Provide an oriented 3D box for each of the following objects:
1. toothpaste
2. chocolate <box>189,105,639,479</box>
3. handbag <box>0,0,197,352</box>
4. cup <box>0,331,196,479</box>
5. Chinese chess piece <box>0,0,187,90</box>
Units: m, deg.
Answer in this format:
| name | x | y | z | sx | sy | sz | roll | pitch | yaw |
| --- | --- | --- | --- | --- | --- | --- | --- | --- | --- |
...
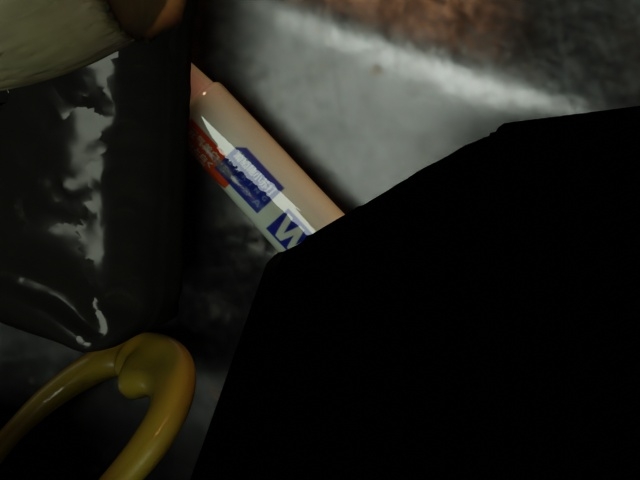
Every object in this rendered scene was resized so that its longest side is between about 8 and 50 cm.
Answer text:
| name | x | y | z | sx | sy | sz | roll | pitch | yaw |
| --- | --- | --- | --- | --- | --- | --- | --- | --- | --- |
| toothpaste | 0.000 | 0.000 | 0.755 | 0.218 | 0.033 | 0.052 | 47 | 127 | -2 |
| chocolate | 0.166 | 0.172 | 0.584 | 0.383 | 0.384 | 0.331 | -2 | 131 | 23 |
| handbag | -0.169 | -0.075 | 0.750 | 0.247 | 0.080 | 0.223 | 16 | 115 | 27 |
| cup | -0.176 | 0.162 | 0.783 | 0.256 | 0.255 | 0.178 | 16 | 120 | 61 |
| Chinese chess piece | -0.120 | -0.215 | 0.509 | 0.140 | 0.338 | 0.338 | 1 | 110 | 5 |
